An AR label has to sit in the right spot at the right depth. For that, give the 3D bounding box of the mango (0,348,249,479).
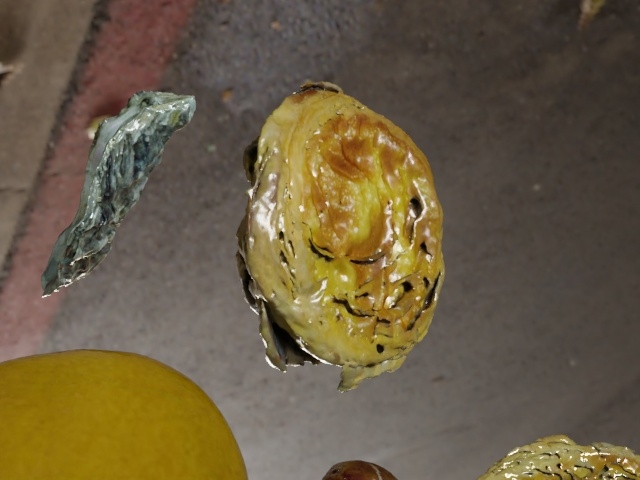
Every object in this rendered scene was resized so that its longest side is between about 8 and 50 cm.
[{"bbox_3d":[-0.176,0.254,0.826,0.300,0.446,0.232,21,143,-4],"label":"mango"}]

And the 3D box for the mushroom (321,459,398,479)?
[{"bbox_3d":[0.041,0.285,1.425,0.170,0.135,0.080,24,123,-26],"label":"mushroom"}]

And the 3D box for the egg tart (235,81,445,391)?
[{"bbox_3d":[0.000,0.000,1.260,0.132,0.297,0.297,-10,163,34],"label":"egg tart"}]

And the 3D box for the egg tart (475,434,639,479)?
[{"bbox_3d":[0.206,0.280,1.148,0.252,0.232,0.098,-27,174,-30],"label":"egg tart"}]

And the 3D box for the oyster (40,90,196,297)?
[{"bbox_3d":[-0.253,-0.053,1.588,0.087,0.252,0.199,31,155,-11],"label":"oyster"}]
